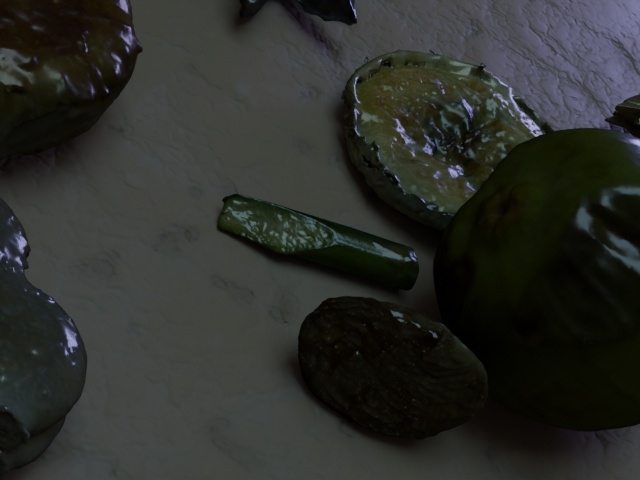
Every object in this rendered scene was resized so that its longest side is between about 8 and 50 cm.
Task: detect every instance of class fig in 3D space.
[{"bbox_3d":[0.230,0.043,0.852,0.271,0.239,0.239,32,39,-35],"label":"fig"}]

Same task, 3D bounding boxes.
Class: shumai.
[{"bbox_3d":[0.052,0.083,0.794,0.139,0.123,0.105,7,38,-9],"label":"shumai"}]

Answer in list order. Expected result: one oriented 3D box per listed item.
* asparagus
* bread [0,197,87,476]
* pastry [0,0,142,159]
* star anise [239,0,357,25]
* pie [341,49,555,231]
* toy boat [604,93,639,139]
[{"bbox_3d":[0.000,0.000,0.884,0.178,0.041,0.045,17,38,-16],"label":"asparagus"},{"bbox_3d":[-0.298,0.011,0.653,0.337,0.102,0.183,28,45,-9],"label":"bread"},{"bbox_3d":[-0.267,-0.168,0.816,0.257,0.121,0.235,-16,67,-41],"label":"pastry"},{"bbox_3d":[-0.036,-0.301,1.091,0.236,0.093,0.229,-14,56,-43],"label":"star anise"},{"bbox_3d":[0.144,-0.091,1.036,0.274,0.055,0.274,17,46,-18],"label":"pie"},{"bbox_3d":[0.428,-0.097,1.210,0.206,0.064,0.072,34,62,2],"label":"toy boat"}]
